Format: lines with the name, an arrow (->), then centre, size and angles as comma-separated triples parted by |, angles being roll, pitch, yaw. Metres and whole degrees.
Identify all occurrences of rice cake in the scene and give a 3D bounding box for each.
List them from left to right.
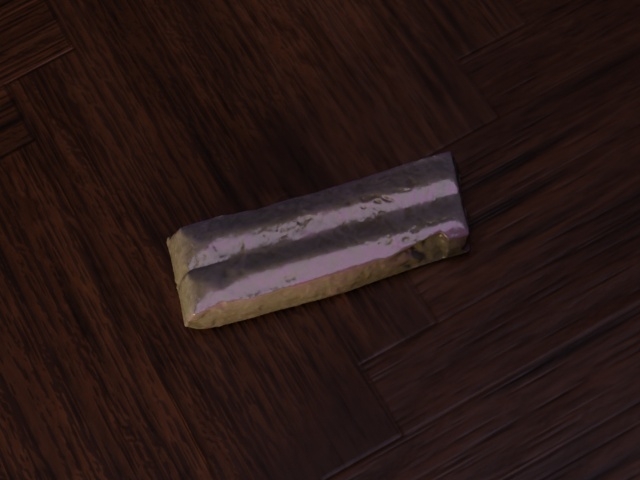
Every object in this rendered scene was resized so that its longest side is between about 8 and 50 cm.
rice cake -> 0.002, 0.001, 1.633 | 0.298, 0.050, 0.106 | -16, 60, 1
